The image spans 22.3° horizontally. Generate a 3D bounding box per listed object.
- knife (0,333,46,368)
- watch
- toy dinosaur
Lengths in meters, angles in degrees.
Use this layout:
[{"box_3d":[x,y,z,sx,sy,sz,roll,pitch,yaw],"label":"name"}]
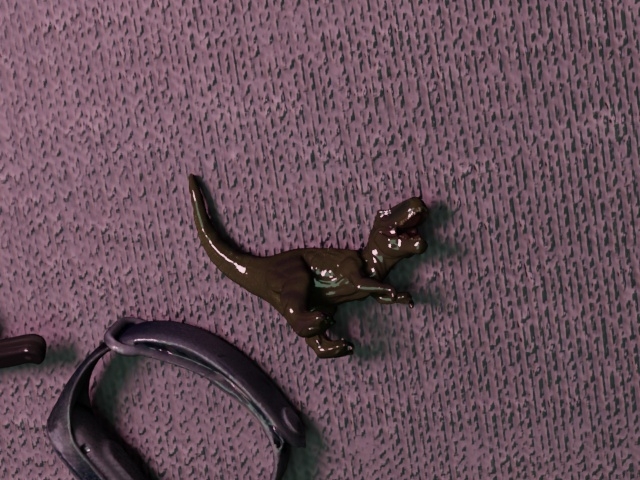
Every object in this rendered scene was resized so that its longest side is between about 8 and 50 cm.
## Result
[{"box_3d":[-0.343,0.124,1.469,0.245,0.019,0.072,-12,143,23],"label":"knife"},{"box_3d":[-0.129,0.162,1.413,0.193,0.068,0.206,-35,98,18],"label":"watch"},{"box_3d":[0.000,0.000,1.354,0.187,0.087,0.179,-24,61,6],"label":"toy dinosaur"}]
